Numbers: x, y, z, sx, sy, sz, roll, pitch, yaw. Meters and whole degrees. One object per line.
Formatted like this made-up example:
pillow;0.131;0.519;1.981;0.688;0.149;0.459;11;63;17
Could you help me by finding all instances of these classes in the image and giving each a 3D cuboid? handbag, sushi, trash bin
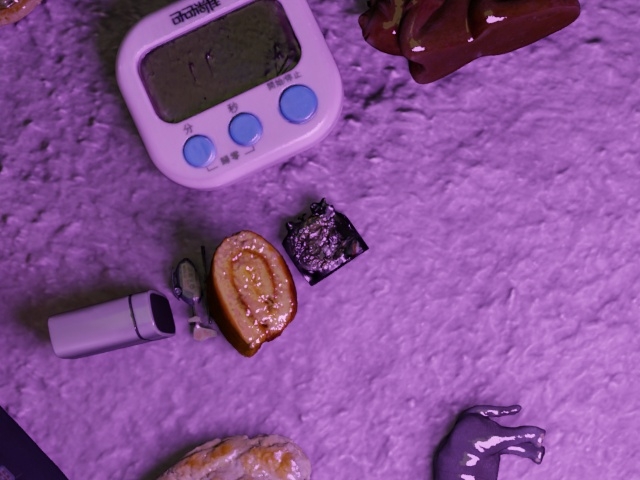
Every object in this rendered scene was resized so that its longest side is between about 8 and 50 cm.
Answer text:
handbag;-0.385;0.318;1.737;0.254;0.211;0.088;45;123;8
sushi;0.000;0.000;1.793;0.083;0.056;0.084;-37;82;9
trash bin;-0.255;0.104;1.778;0.130;0.116;0.059;-14;81;6

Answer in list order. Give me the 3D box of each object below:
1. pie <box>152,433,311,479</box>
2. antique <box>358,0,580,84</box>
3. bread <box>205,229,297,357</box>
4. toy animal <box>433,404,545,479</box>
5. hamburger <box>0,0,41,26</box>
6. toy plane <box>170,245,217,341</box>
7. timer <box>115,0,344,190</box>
pie;-0.089;0.373;1.740;0.257;0.105;0.274;-39;81;11
antique;0.172;-0.294;1.770;0.257;0.121;0.143;-23;75;3
bread;-0.082;0.065;1.730;0.103;0.172;0.132;-24;82;-8
toy animal;0.188;0.321;1.724;0.137;0.082;0.269;18;90;11
hamburger;-0.475;-0.360;1.826;0.288;0.167;0.192;25;86;8
toy plane;-0.160;0.068;1.815;0.049;0.031;0.120;-7;80;-3
timer;-0.111;-0.199;1.808;0.262;0.087;0.237;-25;82;3
